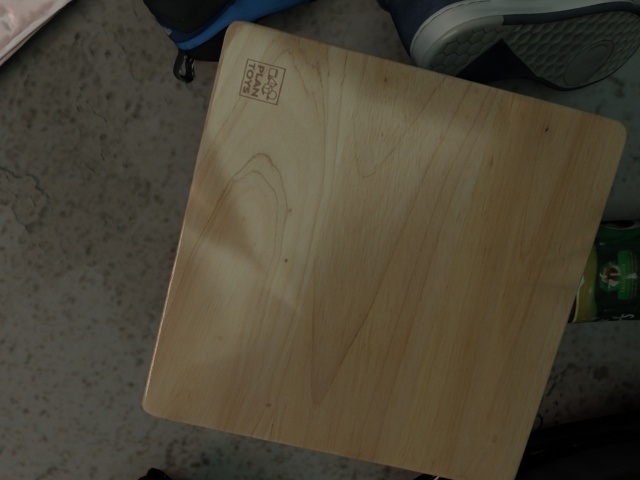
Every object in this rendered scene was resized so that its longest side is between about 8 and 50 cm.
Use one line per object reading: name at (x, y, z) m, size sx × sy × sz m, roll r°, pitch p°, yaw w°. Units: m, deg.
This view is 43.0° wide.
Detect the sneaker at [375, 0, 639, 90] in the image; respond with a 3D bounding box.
sneaker at (0.133, -0.193, 0.613) m, size 0.226 × 0.163 × 0.086 m, roll -6°, pitch 143°, yaw -33°

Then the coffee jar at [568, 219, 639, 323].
coffee jar at (0.247, 0.023, 0.639) m, size 0.184 × 0.096 × 0.079 m, roll -2°, pitch 97°, yaw 4°

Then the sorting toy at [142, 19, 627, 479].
sorting toy at (0.036, 0.011, 0.555) m, size 0.255 × 0.089 × 0.257 m, roll 14°, pitch 101°, yaw -6°

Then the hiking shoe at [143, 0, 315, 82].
hiking shoe at (-0.012, -0.255, 0.612) m, size 0.304 × 0.132 × 0.113 m, roll -35°, pitch 56°, yaw -8°

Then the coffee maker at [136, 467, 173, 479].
coffee maker at (-0.167, 0.311, 0.695) m, size 0.178 × 0.120 × 0.171 m, roll -33°, pitch 97°, yaw 8°

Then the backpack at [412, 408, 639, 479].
backpack at (0.210, 0.244, 0.592) m, size 0.356 × 0.290 × 0.273 m, roll -3°, pitch 101°, yaw 12°

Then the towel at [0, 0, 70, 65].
towel at (-0.410, -0.222, 0.619) m, size 0.317 × 0.053 × 0.332 m, roll -37°, pitch 109°, yaw 7°
